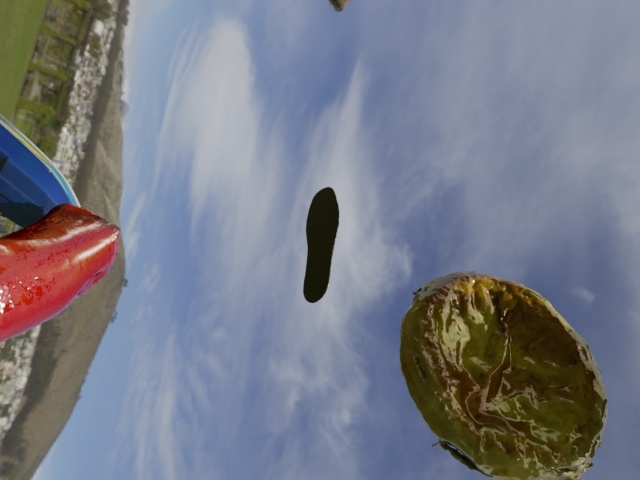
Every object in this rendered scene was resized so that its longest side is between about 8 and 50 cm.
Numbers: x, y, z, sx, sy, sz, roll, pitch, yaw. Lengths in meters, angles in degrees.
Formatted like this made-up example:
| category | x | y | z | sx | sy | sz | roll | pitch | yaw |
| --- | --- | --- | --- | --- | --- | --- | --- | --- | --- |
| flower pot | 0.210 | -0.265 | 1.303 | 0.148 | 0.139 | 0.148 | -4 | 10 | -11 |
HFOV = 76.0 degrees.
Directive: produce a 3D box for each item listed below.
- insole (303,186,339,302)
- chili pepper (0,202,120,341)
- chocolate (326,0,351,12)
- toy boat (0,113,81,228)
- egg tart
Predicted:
| category | x | y | z | sx | sy | sz | roll | pitch | yaw |
| --- | --- | --- | --- | --- | --- | --- | --- | --- | --- |
| insole | 0.000 | 0.000 | 1.021 | 0.111 | 0.007 | 0.328 | -19 | -127 | 37 |
| chili pepper | -0.392 | 0.059 | 0.494 | 0.131 | 0.134 | 0.338 | -63 | -178 | 19 |
| chocolate | 0.083 | -0.526 | 0.686 | 0.253 | 0.080 | 0.157 | -36 | -140 | 26 |
| toy boat | -0.500 | -0.092 | 0.694 | 0.295 | 0.088 | 0.129 | 39 | -74 | 10 |
| egg tart | 0.271 | 0.205 | 0.658 | 0.132 | 0.340 | 0.342 | 98 | -20 | -50 |
